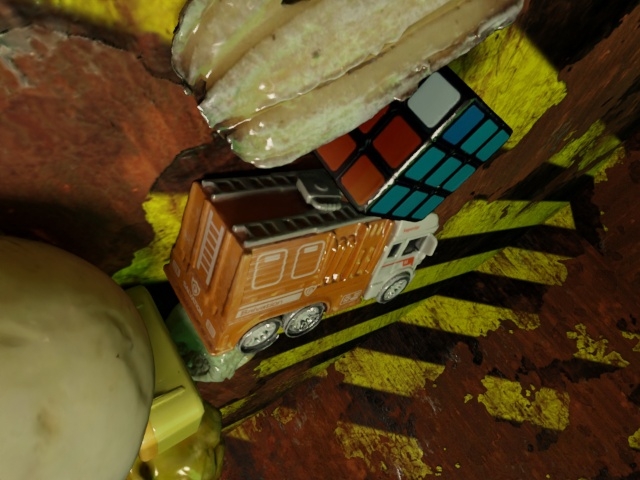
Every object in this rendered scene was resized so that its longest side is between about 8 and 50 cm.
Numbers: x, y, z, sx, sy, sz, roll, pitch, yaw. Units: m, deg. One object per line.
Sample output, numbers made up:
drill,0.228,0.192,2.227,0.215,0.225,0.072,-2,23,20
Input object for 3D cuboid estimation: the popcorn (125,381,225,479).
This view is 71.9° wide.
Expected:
popcorn,-0.318,0.373,0.800,0.325,0.290,0.321,-16,-179,44

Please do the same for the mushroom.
mushroom,-0.340,0.149,0.388,0.335,0.315,0.314,-9,164,17

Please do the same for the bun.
bun,-0.163,0.150,0.720,0.204,0.126,0.212,-45,168,-8

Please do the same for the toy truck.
toy truck,0.000,0.000,0.633,0.387,0.173,0.207,-13,140,-39

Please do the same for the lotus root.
lotus root,0.036,-0.199,0.368,0.329,0.078,0.167,-29,130,-3

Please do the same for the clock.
clock,-0.242,0.177,0.597,0.096,0.202,0.143,-22,155,-34

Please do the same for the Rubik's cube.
Rubik's cube,0.092,-0.132,0.511,0.160,0.163,0.162,-47,152,25
